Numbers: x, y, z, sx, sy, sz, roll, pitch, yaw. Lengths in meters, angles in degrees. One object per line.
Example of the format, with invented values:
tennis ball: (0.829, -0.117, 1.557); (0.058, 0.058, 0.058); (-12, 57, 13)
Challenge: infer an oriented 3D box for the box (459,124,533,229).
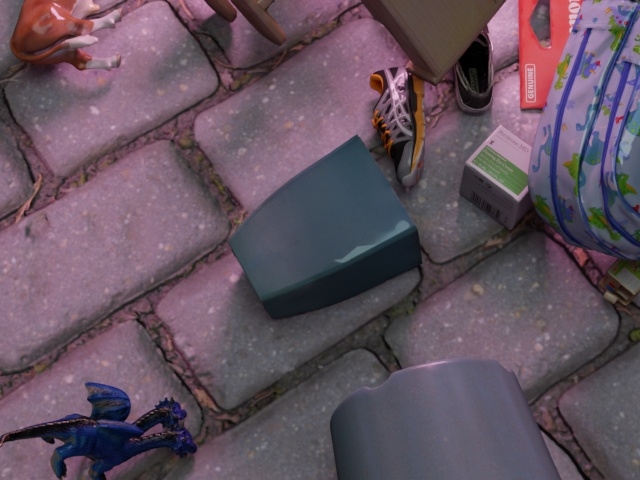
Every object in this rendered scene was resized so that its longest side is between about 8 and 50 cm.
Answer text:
box: (0.271, -0.092, 1.769); (0.101, 0.102, 0.087); (38, 71, 16)

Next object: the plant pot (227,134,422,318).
plant pot: (0.000, 0.000, 1.710); (0.234, 0.166, 0.165); (-30, 71, -2)

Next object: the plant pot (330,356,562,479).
plant pot: (0.168, 0.347, 1.493); (0.341, 0.341, 0.334); (-13, 60, -4)

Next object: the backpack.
backpack: (0.433, -0.150, 1.664); (0.356, 0.290, 0.273); (-57, 36, 3)

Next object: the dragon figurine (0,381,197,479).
dragon figurine: (-0.290, 0.245, 1.589); (0.144, 0.289, 0.085); (-42, 49, 14)

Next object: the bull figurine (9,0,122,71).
bull figurine: (-0.388, -0.404, 1.902); (0.188, 0.101, 0.310); (8, 68, 2)

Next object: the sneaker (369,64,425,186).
sneaker: (0.117, -0.173, 1.818); (0.083, 0.084, 0.215); (0, 58, 0)

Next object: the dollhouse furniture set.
dollhouse furniture set: (0.049, -0.434, 1.825); (0.362, 0.256, 0.394); (-51, 47, -5)

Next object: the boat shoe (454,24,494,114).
boat shoe: (0.234, -0.306, 1.871); (0.077, 0.070, 0.219); (-8, 68, -3)

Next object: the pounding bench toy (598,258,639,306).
pounding bench toy: (0.428, 0.064, 1.724); (0.052, 0.065, 0.083); (42, 74, 14)

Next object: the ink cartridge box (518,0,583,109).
ink cartridge box: (0.441, -0.348, 1.865); (0.261, 0.066, 0.296); (1, 78, 1)
